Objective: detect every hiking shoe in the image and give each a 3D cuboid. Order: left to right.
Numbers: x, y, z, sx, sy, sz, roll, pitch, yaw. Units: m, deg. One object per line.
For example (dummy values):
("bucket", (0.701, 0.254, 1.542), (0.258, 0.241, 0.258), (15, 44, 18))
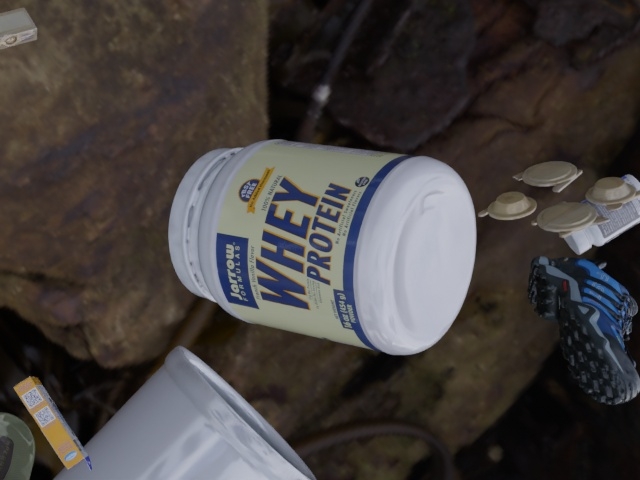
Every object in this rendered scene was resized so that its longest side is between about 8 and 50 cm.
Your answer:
("hiking shoe", (0.406, 0.112, 1.742), (0.132, 0.304, 0.113), (-9, 128, -9))

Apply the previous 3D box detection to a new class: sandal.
("sandal", (-0.393, 0.322, 1.458), (0.086, 0.303, 0.120), (-30, 128, 24))

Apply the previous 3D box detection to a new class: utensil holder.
("utensil holder", (-0.254, 0.418, 1.983), (0.385, 0.327, 0.327), (-44, 138, -4))

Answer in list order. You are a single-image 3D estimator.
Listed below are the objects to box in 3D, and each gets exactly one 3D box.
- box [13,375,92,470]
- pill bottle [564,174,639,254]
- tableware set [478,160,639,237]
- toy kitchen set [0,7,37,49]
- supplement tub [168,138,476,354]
("box", (-0.326, 0.230, 1.488), (0.028, 0.136, 0.081), (-32, 177, -10))
("pill bottle", (0.452, -0.039, 1.925), (0.137, 0.078, 0.078), (-31, 137, -2))
("tableware set", (0.265, -0.047, 1.344), (0.141, 0.169, 0.020), (-29, 120, -30))
("toy kitchen set", (-0.329, -0.181, 1.257), (0.075, 0.068, 0.083), (-22, 153, -26))
("supplement tub", (0.000, 0.000, 1.480), (0.235, 0.325, 0.235), (-18, 113, -53))
